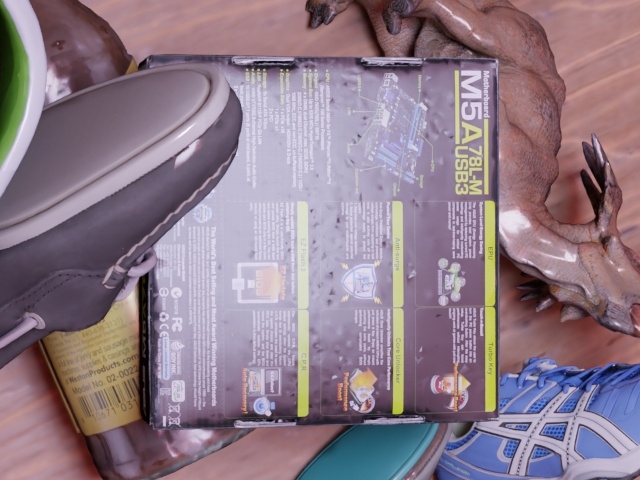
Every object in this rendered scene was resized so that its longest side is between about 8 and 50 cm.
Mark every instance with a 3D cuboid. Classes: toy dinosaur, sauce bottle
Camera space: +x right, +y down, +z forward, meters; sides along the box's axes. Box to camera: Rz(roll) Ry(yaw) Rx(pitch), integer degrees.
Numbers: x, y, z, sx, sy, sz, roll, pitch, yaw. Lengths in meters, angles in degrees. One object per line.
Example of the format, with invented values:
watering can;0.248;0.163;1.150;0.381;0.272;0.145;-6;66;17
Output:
toy dinosaur;0.105;-0.072;1.095;0.200;0.127;0.295;8;69;-29
sauce bottle;-0.134;-0.042;1.004;0.111;0.111;0.344;-24;97;-20

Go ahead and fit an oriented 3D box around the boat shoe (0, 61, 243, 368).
boat shoe;-0.157;0.018;0.921;0.095;0.335;0.112;50;29;-27

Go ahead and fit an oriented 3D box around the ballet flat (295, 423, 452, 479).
ballet flat;-0.001;0.177;1.073;0.213;0.072;0.068;-40;126;-16

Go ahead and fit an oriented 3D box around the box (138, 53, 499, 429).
box;0.000;0.000;0.957;0.184;0.045;0.190;-1;91;-14

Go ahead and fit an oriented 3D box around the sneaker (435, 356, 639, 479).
sneaker;0.139;0.103;1.055;0.080;0.211;0.081;-27;86;-54

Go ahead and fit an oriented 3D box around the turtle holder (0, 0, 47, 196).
turtle holder;-0.267;-0.056;0.806;0.320;0.227;0.243;-46;139;-41
